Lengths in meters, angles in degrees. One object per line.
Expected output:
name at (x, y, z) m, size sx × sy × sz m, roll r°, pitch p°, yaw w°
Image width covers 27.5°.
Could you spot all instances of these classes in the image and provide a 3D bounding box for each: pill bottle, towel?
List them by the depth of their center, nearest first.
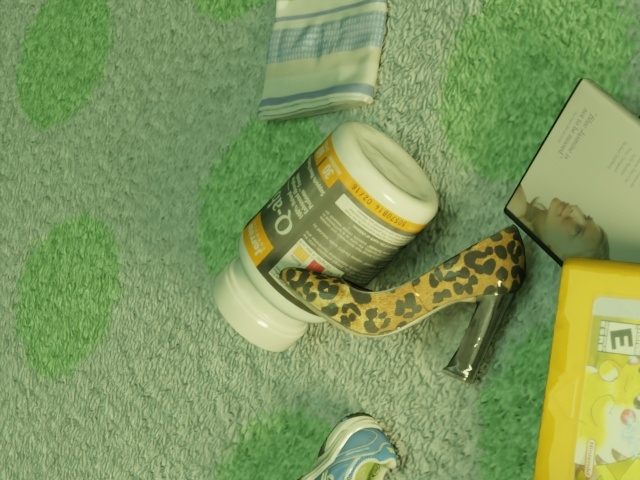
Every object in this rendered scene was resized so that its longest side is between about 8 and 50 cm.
pill bottle at (0.000, 0.000, 1.608) m, size 0.278 × 0.162 × 0.162 m, roll -46°, pitch 49°, yaw 22°
towel at (0.007, -0.306, 1.799) m, size 0.209 × 0.034 × 0.285 m, roll -3°, pitch 73°, yaw 42°

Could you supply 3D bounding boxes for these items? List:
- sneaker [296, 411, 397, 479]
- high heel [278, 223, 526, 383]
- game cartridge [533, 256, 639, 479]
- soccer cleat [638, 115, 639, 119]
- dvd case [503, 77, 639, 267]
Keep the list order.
sneaker at (0.015, 0.308, 1.544) m, size 0.081 × 0.080 × 0.211 m, roll 40°, pitch 106°, yaw 47°
high heel at (0.096, 0.029, 1.496) m, size 0.261 × 0.093 × 0.186 m, roll 24°, pitch 99°, yaw 8°
game cartridge at (0.364, 0.168, 1.236) m, size 0.324 × 0.053 × 0.285 m, roll 5°, pitch 84°, yaw 38°
soccer cleat at (0.379, -0.141, 1.373) m, size 0.179 × 0.060 × 0.072 m, roll -41°, pitch 28°, yaw 30°
dvd case at (0.314, -0.027, 1.364) m, size 0.253 × 0.022 × 0.180 m, roll 48°, pitch 123°, yaw 34°
